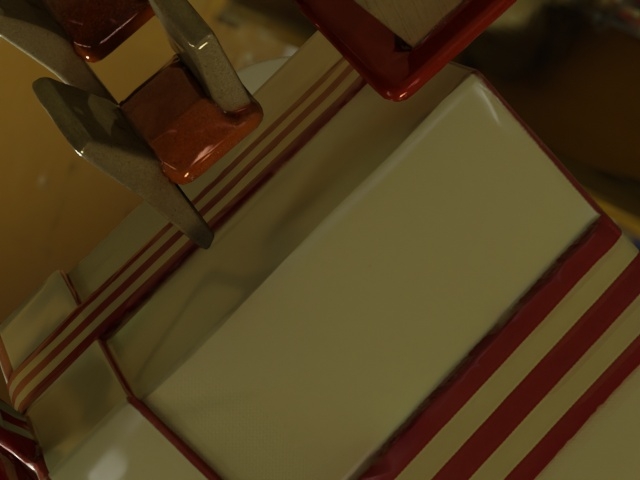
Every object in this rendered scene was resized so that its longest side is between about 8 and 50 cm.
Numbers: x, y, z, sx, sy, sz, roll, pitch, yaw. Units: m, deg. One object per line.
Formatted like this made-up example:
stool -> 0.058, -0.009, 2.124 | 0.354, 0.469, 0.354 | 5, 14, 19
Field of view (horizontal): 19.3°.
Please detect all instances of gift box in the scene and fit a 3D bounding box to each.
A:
gift box -> 0.008, 0.073, 0.794 | 0.255, 0.258, 0.276 | 46, 179, -13

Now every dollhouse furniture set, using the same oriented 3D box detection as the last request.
dollhouse furniture set -> -0.011, -0.155, 0.749 | 0.259, 0.262, 0.135 | 51, -176, 35

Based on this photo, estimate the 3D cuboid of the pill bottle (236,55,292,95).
pill bottle -> 0.000, 0.000, 1.059 | 0.119, 0.119, 0.208 | 30, 157, 32
